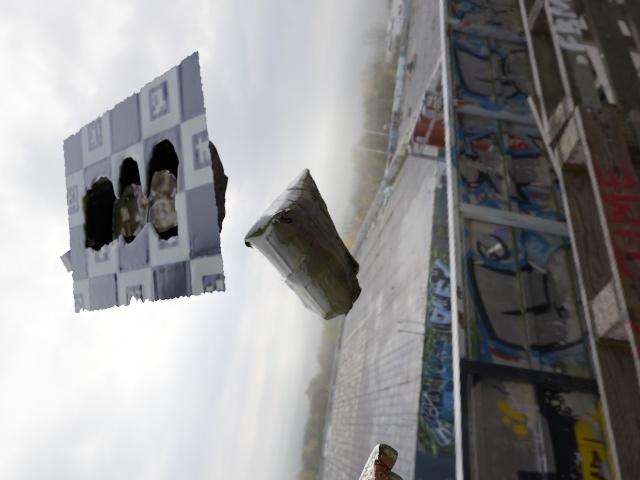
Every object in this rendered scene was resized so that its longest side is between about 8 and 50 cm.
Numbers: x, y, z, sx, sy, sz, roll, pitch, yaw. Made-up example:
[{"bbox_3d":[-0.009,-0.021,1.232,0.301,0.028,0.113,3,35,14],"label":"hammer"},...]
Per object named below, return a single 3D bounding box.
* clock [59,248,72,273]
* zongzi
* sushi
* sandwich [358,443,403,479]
[{"bbox_3d":[-0.428,0.000,1.014,0.040,0.184,0.184,60,-173,-12],"label":"clock"},{"bbox_3d":[0.000,0.000,1.006,0.125,0.251,0.274,-29,17,29],"label":"zongzi"},{"bbox_3d":[-0.236,-0.053,0.745,0.100,0.373,0.296,1,-101,-51],"label":"sushi"},{"bbox_3d":[0.097,0.484,0.901,0.159,0.079,0.235,104,-170,-53],"label":"sandwich"}]
